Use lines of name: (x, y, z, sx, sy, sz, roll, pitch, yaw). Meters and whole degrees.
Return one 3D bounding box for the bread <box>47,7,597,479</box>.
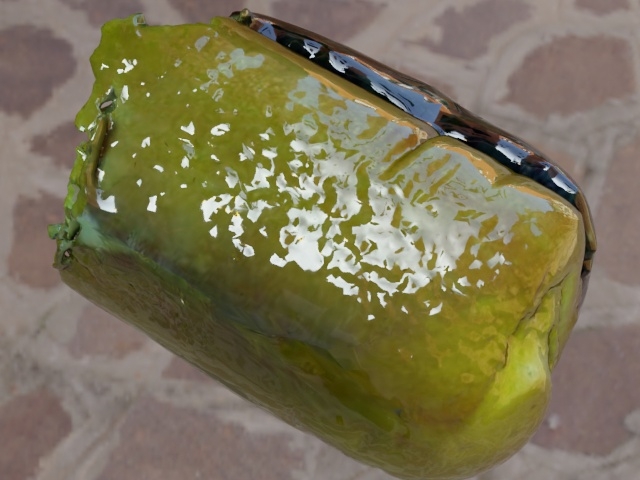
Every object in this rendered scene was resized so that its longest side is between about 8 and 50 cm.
bread: (0.000, 0.000, 0.979, 0.376, 0.251, 0.208, 30, 10, 11)
